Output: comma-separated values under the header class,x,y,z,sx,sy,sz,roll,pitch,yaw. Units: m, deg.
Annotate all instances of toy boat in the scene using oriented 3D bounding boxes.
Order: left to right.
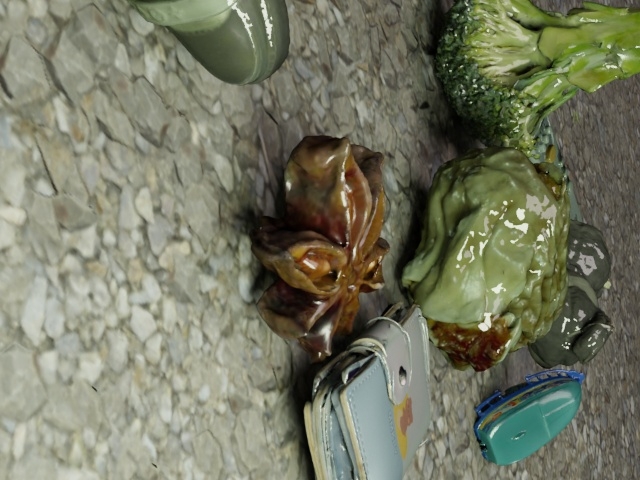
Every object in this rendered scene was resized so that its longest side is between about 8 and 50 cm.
class,x,y,z,sx,sy,sz,roll,pitch,yaw
toy boat,0.258,0.207,1.368,0.175,0.110,0.091,-27,110,-16

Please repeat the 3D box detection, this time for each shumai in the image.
class,x,y,z,sx,sy,sz,roll,pitch,yaw
shumai,0.167,0.036,1.207,0.218,0.189,0.256,-46,139,-35

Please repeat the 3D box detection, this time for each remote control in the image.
class,x,y,z,sx,sy,sz,roll,pitch,yaw
remote control,0.330,-0.102,1.623,0.296,0.056,0.140,64,34,-25

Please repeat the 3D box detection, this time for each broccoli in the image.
class,x,y,z,sx,sy,sz,roll,pitch,yaw
broccoli,0.326,-0.213,1.353,0.221,0.361,0.252,36,68,-75

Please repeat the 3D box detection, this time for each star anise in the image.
class,x,y,z,sx,sy,sz,roll,pitch,yaw
star anise,-0.001,-0.003,0.945,0.220,0.098,0.214,79,25,-48

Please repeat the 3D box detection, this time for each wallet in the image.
class,x,y,z,sx,sy,sz,roll,pitch,yaw
wallet,0.050,0.160,1.018,0.231,0.069,0.170,-40,126,-64

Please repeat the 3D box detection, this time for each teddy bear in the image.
class,x,y,z,sx,sy,sz,roll,pitch,yaw
teddy bear,0.290,0.081,1.416,0.251,0.171,0.144,-62,166,-50

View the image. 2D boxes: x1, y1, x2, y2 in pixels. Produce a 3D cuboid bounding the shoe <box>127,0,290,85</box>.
class,x,y,z,sx,sy,sz,roll,pitch,yaw
shoe,-0.132,-0.214,0.777,0.293,0.109,0.149,61,38,-26
